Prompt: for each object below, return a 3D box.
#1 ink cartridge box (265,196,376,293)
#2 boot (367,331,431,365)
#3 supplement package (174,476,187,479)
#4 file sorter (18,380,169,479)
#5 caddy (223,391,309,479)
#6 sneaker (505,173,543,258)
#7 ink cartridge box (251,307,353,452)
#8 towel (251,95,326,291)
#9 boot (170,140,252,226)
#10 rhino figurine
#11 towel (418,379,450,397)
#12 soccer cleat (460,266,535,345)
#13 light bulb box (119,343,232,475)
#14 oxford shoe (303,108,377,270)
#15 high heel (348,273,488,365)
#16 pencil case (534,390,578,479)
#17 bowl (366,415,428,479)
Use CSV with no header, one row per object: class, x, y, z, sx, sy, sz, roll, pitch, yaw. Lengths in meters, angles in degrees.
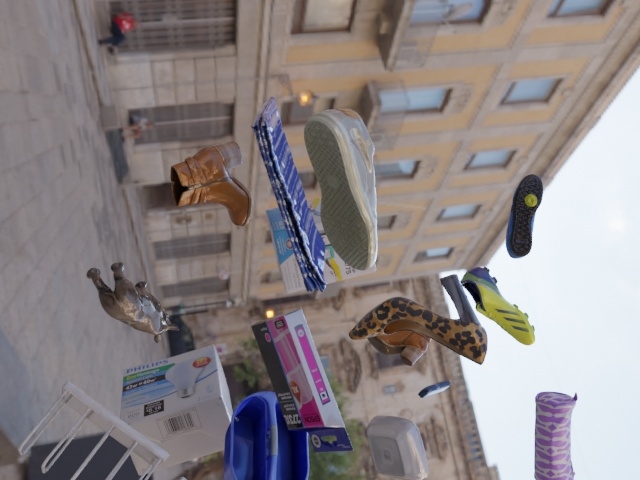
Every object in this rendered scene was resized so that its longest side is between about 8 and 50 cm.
ink cartridge box,0.000,0.000,2.037,0.197,0.270,0.198,-116,-167,-66
boot,0.259,0.307,2.271,0.197,0.152,0.073,30,-34,20
supplement package,-0.395,0.724,1.829,0.105,0.179,0.105,45,-30,-2
file sorter,-0.516,0.481,1.577,0.173,0.277,0.193,-54,-176,-29
caddy,-0.162,0.626,2.095,0.179,0.241,0.341,122,-28,-48
sneaker,0.492,-0.058,1.719,0.082,0.069,0.209,89,12,-87
ink cartridge box,-0.050,0.363,1.751,0.176,0.069,0.371,-26,-94,53
towel,-0.048,-0.091,1.320,0.243,0.040,0.336,-85,159,-69
boot,-0.318,-0.135,2.038,0.109,0.220,0.283,30,-44,37
rhino figurine,-0.340,0.129,1.322,0.106,0.073,0.243,54,-1,31
towel,0.417,0.542,2.565,0.067,0.119,0.029,-52,-124,46
soccer cleat,0.529,0.212,2.117,0.289,0.121,0.093,53,-28,12
light bulb box,-0.505,0.591,2.494,0.361,0.358,0.225,-121,-162,-65
oxford shoe,0.076,-0.118,1.671,0.169,0.130,0.449,17,-45,37
high heel,0.194,0.199,1.398,0.093,0.261,0.186,37,29,-63
pencil case,0.498,0.423,1.482,0.086,0.088,0.206,-37,125,-70
bowl,0.161,0.463,1.544,0.142,0.053,0.142,-9,-84,47
